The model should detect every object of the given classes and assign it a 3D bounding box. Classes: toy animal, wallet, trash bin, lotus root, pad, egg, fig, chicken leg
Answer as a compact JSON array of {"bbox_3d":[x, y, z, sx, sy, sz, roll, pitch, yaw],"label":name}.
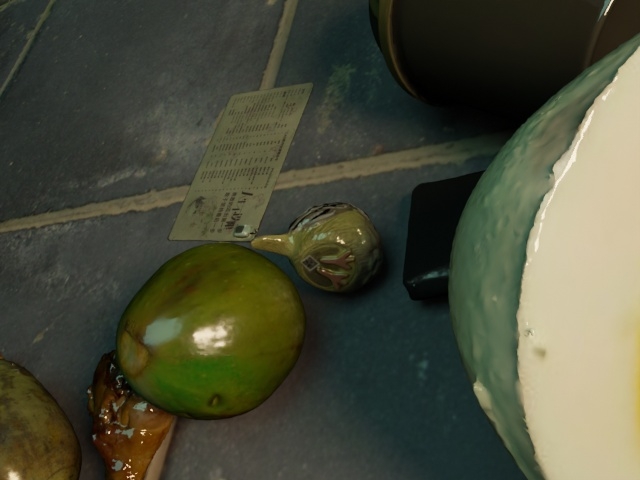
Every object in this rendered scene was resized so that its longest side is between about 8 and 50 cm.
[{"bbox_3d":[0.000,0.000,0.701,0.137,0.098,0.098,15,62,-1],"label":"toy animal"},{"bbox_3d":[0.200,-0.020,0.629,0.250,0.044,0.149,-12,48,27],"label":"wallet"},{"bbox_3d":[0.182,-0.222,0.664,0.214,0.214,0.334,-48,46,-4],"label":"trash bin"},{"bbox_3d":[-0.370,0.238,0.759,0.309,0.173,0.173,19,71,38],"label":"lotus root"},{"bbox_3d":[-0.112,-0.114,0.929,0.160,0.009,0.264,0,59,35],"label":"pad"},{"bbox_3d":[0.208,0.024,0.437,0.337,0.337,0.201,-54,19,-10],"label":"egg"},{"bbox_3d":[-0.116,0.093,0.676,0.181,0.191,0.180,3,97,31],"label":"fig"},{"bbox_3d":[-0.206,0.230,0.705,0.107,0.087,0.251,-31,50,43],"label":"chicken leg"}]

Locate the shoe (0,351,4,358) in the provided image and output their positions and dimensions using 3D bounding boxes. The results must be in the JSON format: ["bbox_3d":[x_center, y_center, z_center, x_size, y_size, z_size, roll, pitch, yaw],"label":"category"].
[{"bbox_3d":[-0.477,0.192,0.915,0.109,0.069,0.072,-29,9,-1],"label":"shoe"}]
